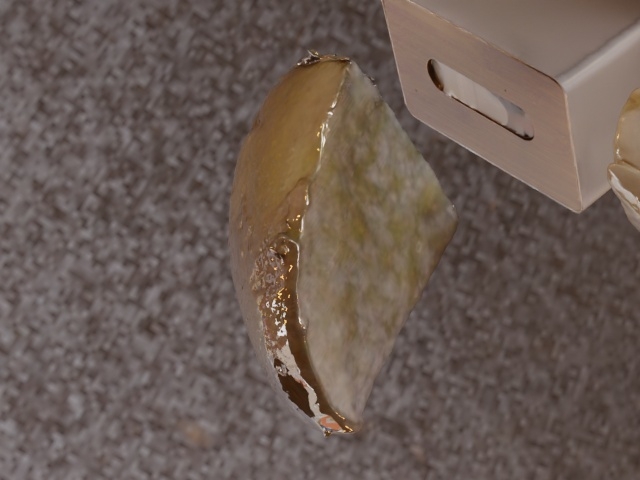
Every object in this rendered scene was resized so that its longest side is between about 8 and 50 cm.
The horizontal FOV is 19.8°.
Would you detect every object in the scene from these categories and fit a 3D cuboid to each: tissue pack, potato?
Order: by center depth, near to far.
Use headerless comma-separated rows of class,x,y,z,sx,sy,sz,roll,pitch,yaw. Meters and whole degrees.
potato,-0.033,0.007,1.537,0.189,0.264,0.211,-3,139,42
tissue pack,0.194,-0.164,1.687,0.246,0.136,0.159,35,152,42

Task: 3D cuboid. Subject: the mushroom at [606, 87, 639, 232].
mushroom,0.393,0.015,1.339,0.407,0.137,0.154,31,169,7
